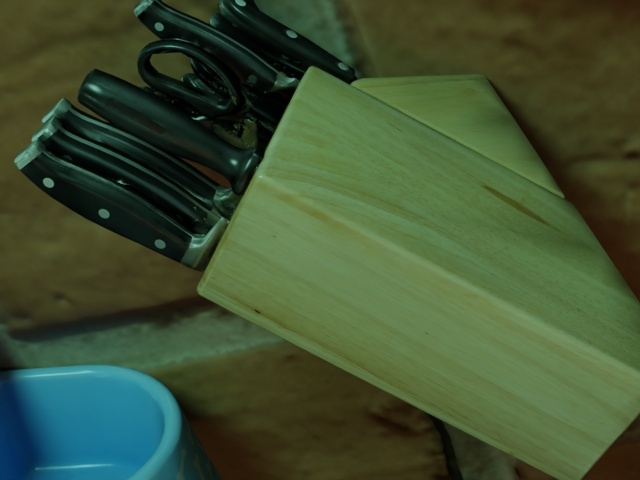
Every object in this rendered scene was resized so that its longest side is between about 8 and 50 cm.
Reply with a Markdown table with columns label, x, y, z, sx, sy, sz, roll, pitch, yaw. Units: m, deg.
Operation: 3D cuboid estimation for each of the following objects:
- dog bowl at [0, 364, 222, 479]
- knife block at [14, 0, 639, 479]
| label | x | y | z | sx | sy | sz | roll | pitch | yaw |
| --- | --- | --- | --- | --- | --- | --- | --- | --- | --- |
| dog bowl | -0.210 | 0.149 | 1.004 | 0.297 | 0.166 | 0.074 | -5 | 124 | 7 |
| knife block | 0.000 | 0.000 | 0.791 | 0.242 | 0.276 | 0.088 | -8 | 144 | -34 |
